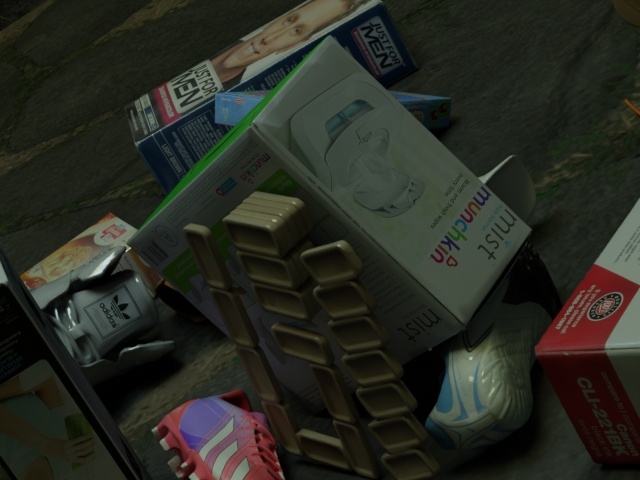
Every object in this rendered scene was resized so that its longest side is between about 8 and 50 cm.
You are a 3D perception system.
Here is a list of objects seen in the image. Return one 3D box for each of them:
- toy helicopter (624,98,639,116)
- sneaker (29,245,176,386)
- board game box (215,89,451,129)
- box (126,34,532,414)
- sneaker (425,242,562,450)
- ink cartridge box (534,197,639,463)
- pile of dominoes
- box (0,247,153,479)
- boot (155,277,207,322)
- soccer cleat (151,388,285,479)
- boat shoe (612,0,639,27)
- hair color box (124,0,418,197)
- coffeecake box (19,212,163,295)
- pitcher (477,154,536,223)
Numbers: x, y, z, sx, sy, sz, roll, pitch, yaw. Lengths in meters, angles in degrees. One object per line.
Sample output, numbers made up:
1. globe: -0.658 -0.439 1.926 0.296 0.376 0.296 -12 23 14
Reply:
1. toy helicopter: 0.344 -0.139 1.458 0.235 0.140 0.355 -46 -4 31
2. sneaker: -0.267 0.094 1.639 0.210 0.137 0.366 -28 -2 0
3. board game box: 0.015 -0.141 1.835 0.160 0.039 0.211 11 13 40
4. box: 0.000 0.000 1.393 0.127 0.231 0.262 -52 8 -34
5. sneaker: 0.139 0.079 1.362 0.086 0.085 0.237 -23 21 30
6. ink cartridge box: 0.318 0.051 1.162 0.273 0.114 0.197 -7 32 44
7. pile of dominoes: 0.004 0.079 1.312 0.196 0.251 0.040 11 43 45
8. box: -0.231 0.145 1.405 0.087 0.290 0.169 -32 21 -6
9. boot: -0.101 -0.015 1.820 0.211 0.104 0.295 -50 10 -4
10. soccer cleat: -0.067 0.184 1.403 0.095 0.083 0.248 -31 20 -13
11. boat shoe: 0.453 -0.271 1.679 0.341 0.121 0.110 -5 -3 40
12. hair color box: -0.067 -0.192 2.117 0.347 0.105 0.174 -30 24 0
13. coffeecake box: -0.275 0.058 1.908 0.185 0.068 0.142 -36 23 -14
14. pitcher: 0.076 0.000 1.567 0.207 0.125 0.177 2 53 33
